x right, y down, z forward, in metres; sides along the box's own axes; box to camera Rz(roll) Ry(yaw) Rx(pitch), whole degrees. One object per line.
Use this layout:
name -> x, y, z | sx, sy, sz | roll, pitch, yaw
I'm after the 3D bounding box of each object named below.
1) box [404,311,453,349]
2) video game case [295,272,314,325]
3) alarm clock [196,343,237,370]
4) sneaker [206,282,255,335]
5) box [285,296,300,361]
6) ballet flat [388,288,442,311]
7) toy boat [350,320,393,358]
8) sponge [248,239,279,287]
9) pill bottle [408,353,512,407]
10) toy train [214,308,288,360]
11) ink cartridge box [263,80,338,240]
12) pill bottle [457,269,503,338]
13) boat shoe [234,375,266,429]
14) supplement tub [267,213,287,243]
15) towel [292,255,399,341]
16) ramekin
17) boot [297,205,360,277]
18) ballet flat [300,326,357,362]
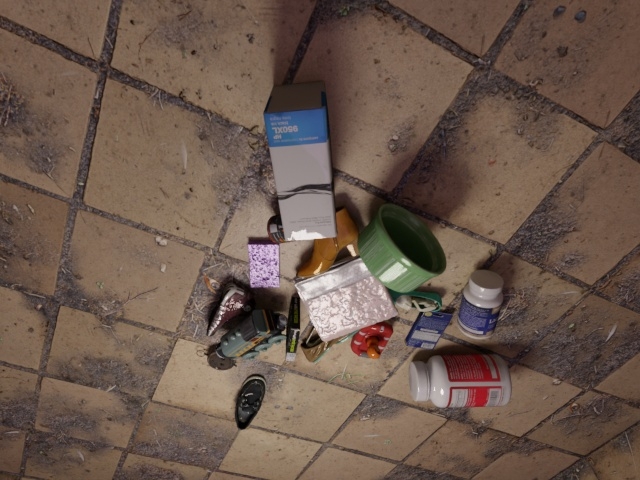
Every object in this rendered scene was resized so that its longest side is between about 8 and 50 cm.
box -> 0.475, 0.387, 1.818 | 0.137, 0.036, 0.225 | 12, 124, -10
video game case -> 0.065, 0.215, 1.668 | 0.275, 0.035, 0.248 | -13, 115, 6
alarm clock -> -0.464, 0.527, 1.865 | 0.192, 0.064, 0.129 | 14, 122, -8
sneaker -> -0.356, 0.310, 1.698 | 0.163, 0.106, 0.281 | 21, 120, -19
box -> -0.113, 0.363, 1.693 | 0.045, 0.184, 0.190 | 8, 122, -6
ballet flat -> 0.384, 0.248, 1.692 | 0.248, 0.087, 0.083 | 6, 124, -5
toy boat -> 0.226, 0.441, 1.776 | 0.151, 0.151, 0.231 | 13, 122, -11
sponge -> -0.217, 0.093, 1.600 | 0.117, 0.031, 0.210 | 1, 124, -3
pill bottle -> 0.621, 0.635, 1.874 | 0.408, 0.229, 0.229 | 0, 124, -2
toy train -> -0.285, 0.390, 1.689 | 0.334, 0.142, 0.190 | -37, 146, 30
ink cartridge box -> -0.047, -0.236, 1.234 | 0.166, 0.285, 0.394 | -5, 123, 3
pill bottle -> 0.648, 0.257, 1.668 | 0.153, 0.153, 0.264 | -3, 124, 0
boat shoe -> -0.351, 0.805, 2.020 | 0.127, 0.113, 0.340 | 21, 120, -15
supplement tub -> -0.081, -0.051, 1.430 | 0.198, 0.106, 0.106 | -10, 126, 30
towel -> 0.099, 0.225, 1.620 | 0.332, 0.053, 0.316 | -22, 111, 11
ramekin -> 0.272, 0.032, 1.426 | 0.303, 0.303, 0.148 | 30, 125, -20
boot -> 0.001, 0.000, 1.519 | 0.295, 0.104, 0.211 | -25, 112, 15
ballet flat -> 0.036, 0.401, 1.784 | 0.124, 0.116, 0.342 | 46, 117, -5
